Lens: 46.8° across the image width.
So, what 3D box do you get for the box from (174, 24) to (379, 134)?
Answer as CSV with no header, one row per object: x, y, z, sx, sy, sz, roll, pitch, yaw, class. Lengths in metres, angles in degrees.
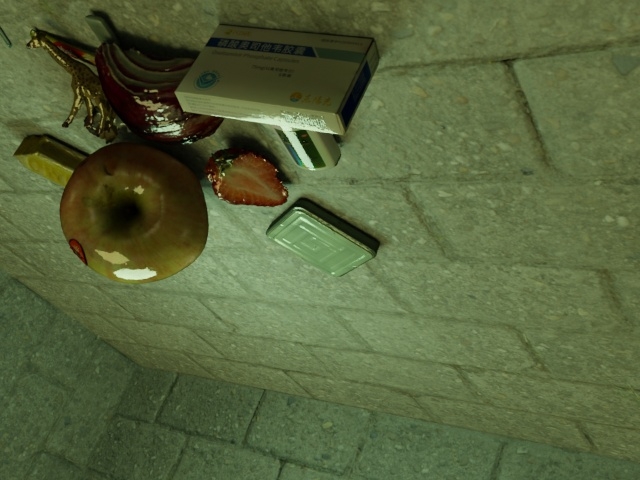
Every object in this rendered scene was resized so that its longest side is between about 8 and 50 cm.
-0.083,-0.312,1.407,0.344,0.200,0.065,12,149,23,box

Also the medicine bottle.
-0.044,-0.247,1.632,0.115,0.078,0.219,8,151,31,medicine bottle

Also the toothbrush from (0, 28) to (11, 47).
-0.791,-0.530,1.786,0.014,0.011,0.167,19,154,20,toothbrush

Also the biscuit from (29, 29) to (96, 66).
-0.556,-0.434,1.738,0.292,0.026,0.048,23,161,12,biscuit

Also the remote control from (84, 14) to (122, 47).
-0.470,-0.443,1.675,0.050,0.027,0.184,20,159,22,remote control

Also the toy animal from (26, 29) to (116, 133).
-0.575,-0.371,1.741,0.149,0.054,0.275,-12,121,9,toy animal

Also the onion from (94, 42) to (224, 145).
-0.359,-0.291,1.672,0.315,0.146,0.280,6,142,8,onion

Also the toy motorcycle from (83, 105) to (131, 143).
-0.511,-0.311,1.867,0.130,0.094,0.229,36,139,-19,toy motorcycle

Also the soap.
-0.806,-0.236,2.270,0.258,0.080,0.160,26,153,-6,soap

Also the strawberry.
-0.194,-0.172,1.884,0.175,0.106,0.236,-21,144,5,strawberry

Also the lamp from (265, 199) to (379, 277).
0.000,0.000,2.094,0.267,0.047,0.269,31,153,-12,lamp

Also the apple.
-0.493,-0.069,2.012,0.392,0.391,0.346,24,178,-1,apple
